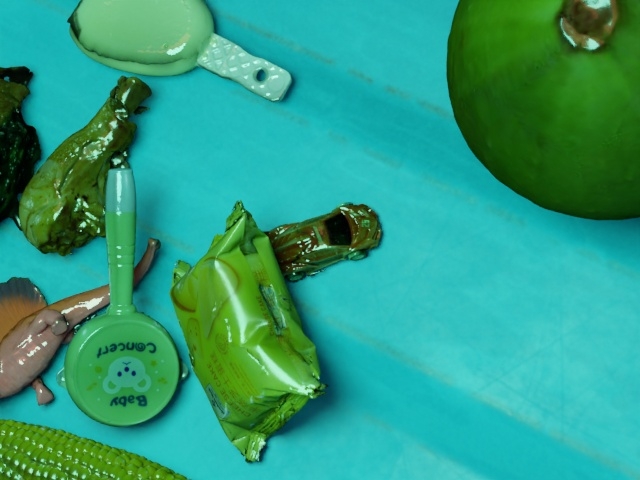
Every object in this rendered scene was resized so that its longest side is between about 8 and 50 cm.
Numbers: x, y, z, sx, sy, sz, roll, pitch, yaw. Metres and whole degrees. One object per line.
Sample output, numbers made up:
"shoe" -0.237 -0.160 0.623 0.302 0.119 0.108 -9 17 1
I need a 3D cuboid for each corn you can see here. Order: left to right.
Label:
"corn" -0.242 0.243 1.587 0.310 0.101 0.101 11 82 19

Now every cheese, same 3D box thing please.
"cheese" -0.140 -0.209 1.675 0.251 0.054 0.127 29 87 18

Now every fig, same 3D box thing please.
"fig" 0.252 -0.166 1.419 0.316 0.316 0.316 -3 78 15

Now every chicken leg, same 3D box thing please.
"chicken leg" -0.231 -0.073 1.655 0.101 0.085 0.207 33 91 20

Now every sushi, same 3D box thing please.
"sushi" -0.378 -0.057 1.673 0.149 0.140 0.287 0 76 53

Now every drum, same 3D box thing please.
"drum" -0.216 0.063 1.586 0.130 0.049 0.253 -17 101 -14

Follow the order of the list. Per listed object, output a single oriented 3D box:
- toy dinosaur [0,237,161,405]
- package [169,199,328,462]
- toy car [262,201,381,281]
"toy dinosaur" -0.293 0.074 1.668 0.286 0.070 0.139 -47 49 0
"package" -0.077 0.088 1.562 0.168 0.090 0.226 -46 60 48
"toy car" 0.000 0.000 1.602 0.122 0.035 0.059 -19 71 13
